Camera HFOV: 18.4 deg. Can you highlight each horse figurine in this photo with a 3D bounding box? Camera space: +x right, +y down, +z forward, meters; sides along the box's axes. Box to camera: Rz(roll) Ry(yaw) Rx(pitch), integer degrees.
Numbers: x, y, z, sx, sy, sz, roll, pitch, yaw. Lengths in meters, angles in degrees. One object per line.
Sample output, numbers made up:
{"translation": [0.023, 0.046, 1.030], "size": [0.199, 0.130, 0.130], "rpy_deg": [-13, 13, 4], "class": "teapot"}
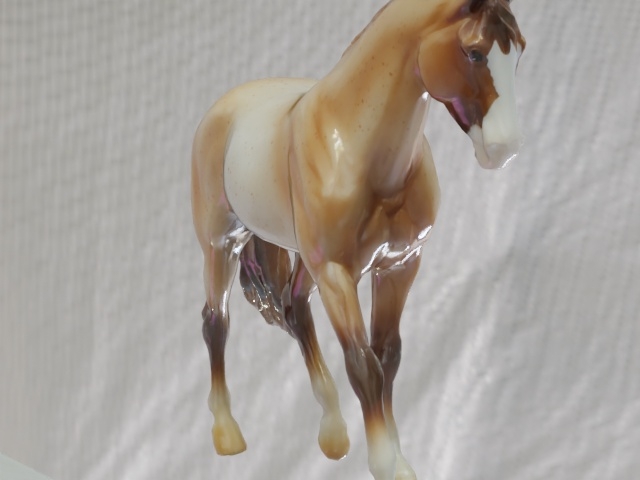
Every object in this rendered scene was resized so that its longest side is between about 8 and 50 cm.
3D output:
{"translation": [0.000, 0.000, 0.704], "size": [0.066, 0.263, 0.174], "rpy_deg": [-4, -86, -17], "class": "horse figurine"}

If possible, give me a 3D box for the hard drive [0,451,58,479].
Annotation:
{"translation": [-0.127, 0.050, 0.322], "size": [0.203, 0.307, 0.040], "rpy_deg": [10, -92, -23], "class": "hard drive"}
